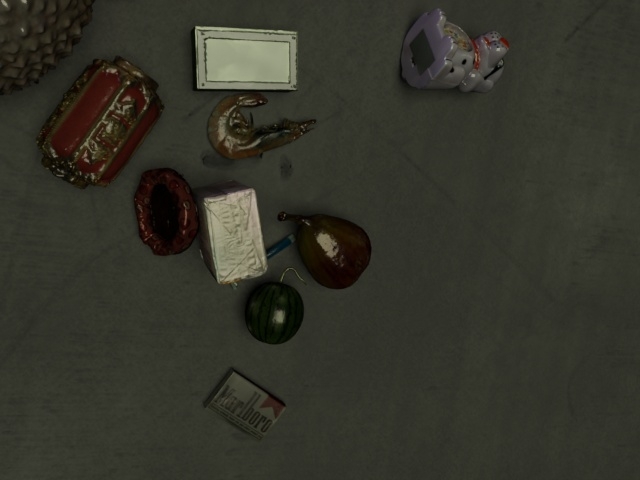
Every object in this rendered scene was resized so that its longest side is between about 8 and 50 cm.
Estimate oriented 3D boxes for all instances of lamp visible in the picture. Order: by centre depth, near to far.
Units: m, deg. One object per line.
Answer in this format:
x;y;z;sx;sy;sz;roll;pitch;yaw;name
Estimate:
-0.443;-0.236;1.276;0.177;0.177;0.274;37;85;-22;lamp

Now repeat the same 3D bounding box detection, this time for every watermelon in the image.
-0.103;0.151;1.493;0.141;0.141;0.187;15;84;-22;watermelon

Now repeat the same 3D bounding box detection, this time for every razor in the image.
-0.140;0.042;1.509;0.191;0.037;0.068;-31;108;-12;razor

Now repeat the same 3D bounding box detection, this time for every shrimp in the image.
-0.134;-0.269;1.445;0.251;0.052;0.143;-14;102;-16;shrimp

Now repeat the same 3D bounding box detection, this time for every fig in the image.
-0.002;0.000;1.485;0.274;0.145;0.170;37;85;-37;fig

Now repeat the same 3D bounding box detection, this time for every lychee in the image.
-0.598;-0.444;1.080;0.380;0.380;0.432;29;110;-22;lychee

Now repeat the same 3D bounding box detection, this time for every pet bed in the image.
-0.331;-0.061;1.346;0.053;0.201;0.201;-16;107;-48;pet bed

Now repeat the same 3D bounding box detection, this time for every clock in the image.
0.347;-0.434;1.536;0.254;0.189;0.188;6;98;-27;clock

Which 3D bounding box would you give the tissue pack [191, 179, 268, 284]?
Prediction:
-0.203;-0.026;1.373;0.124;0.225;0.184;-13;104;-16;tissue pack

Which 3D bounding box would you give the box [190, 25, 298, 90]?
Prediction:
-0.167;-0.396;1.391;0.225;0.086;0.129;-4;101;-19;box

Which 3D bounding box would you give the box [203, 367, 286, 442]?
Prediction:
-0.186;0.408;1.562;0.177;0.036;0.115;40;85;-21;box
